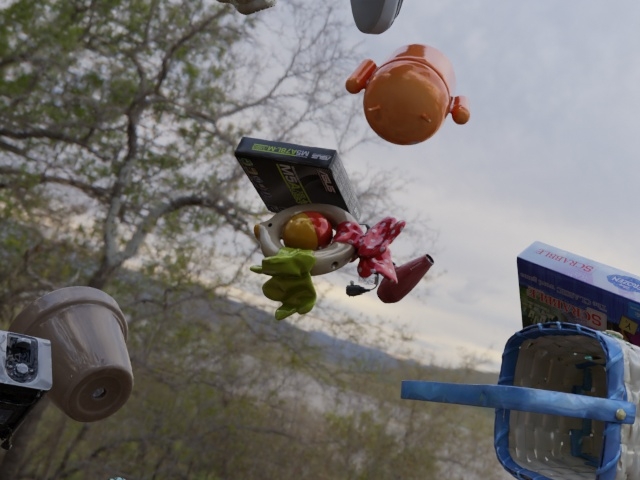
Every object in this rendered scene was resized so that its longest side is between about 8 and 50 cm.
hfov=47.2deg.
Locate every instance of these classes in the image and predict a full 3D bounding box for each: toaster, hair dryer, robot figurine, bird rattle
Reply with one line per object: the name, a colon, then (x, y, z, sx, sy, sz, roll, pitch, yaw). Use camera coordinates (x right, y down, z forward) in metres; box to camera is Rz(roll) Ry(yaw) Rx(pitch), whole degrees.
toaster: (-0.497, 0.206, 1.056, 0.168, 0.110, 0.185, 20, -51, -33)
hair dryer: (0.184, 0.068, 2.083, 0.294, 0.223, 0.080, 3, 7, 32)
robot figurine: (0.131, -0.217, 1.087, 0.128, 0.219, 0.158, -33, -76, 27)
bird rattle: (0.000, 0.000, 1.177, 0.207, 0.254, 0.143, 50, -17, 43)

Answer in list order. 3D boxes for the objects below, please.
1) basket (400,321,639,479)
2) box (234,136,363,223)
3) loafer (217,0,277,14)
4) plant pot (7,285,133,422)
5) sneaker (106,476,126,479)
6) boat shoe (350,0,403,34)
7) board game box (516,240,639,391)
basket: (0.271, 0.199, 0.893, 0.289, 0.201, 0.255, 7, -9, -21)
box: (-0.035, -0.100, 1.283, 0.184, 0.045, 0.190, 14, -25, 24)
loafer: (-0.154, -0.510, 1.420, 0.268, 0.102, 0.092, -133, -154, -54)
plant pot: (-0.511, 0.264, 1.576, 0.263, 0.263, 0.229, 30, 6, -47)
sneaker: (-0.254, 0.328, 0.889, 0.098, 0.038, 0.069, -22, -73, 28)
boat shoe: (0.113, -0.427, 0.990, 0.105, 0.306, 0.113, 5, -1, -29)
board game box: (0.495, 0.188, 1.262, 0.319, 0.066, 0.317, 24, -41, 46)
